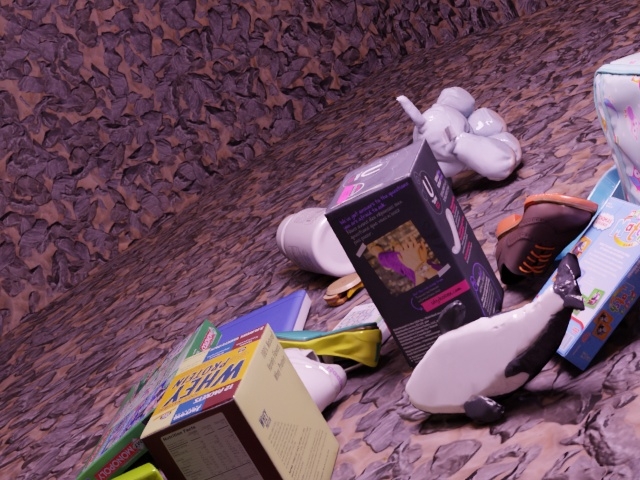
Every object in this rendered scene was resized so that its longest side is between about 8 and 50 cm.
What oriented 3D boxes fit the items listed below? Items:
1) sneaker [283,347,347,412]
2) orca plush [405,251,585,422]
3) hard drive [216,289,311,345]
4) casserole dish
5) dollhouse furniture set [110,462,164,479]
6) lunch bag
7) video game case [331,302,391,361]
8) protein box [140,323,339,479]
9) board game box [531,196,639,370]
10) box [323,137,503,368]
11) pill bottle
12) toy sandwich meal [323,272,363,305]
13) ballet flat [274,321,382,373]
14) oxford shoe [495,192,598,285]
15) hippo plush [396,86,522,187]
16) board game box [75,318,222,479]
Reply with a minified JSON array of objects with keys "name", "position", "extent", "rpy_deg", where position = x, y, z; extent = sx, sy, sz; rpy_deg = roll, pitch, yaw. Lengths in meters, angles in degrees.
[{"name":"sneaker","position":[-0.085,0.227,1.649],"extent":[0.305,0.114,0.152],"rpy_deg":[2,26,47]},{"name":"orca plush","position":[0.231,0.124,1.334],"extent":[0.102,0.151,0.287],"rpy_deg":[3,-49,-45]},{"name":"hard drive","position":[-0.133,0.203,1.914],"extent":[0.210,0.040,0.319],"rpy_deg":[-25,15,16]},{"name":"casserole dish","position":[0.402,-0.032,1.566],"extent":[0.188,0.037,0.114],"rpy_deg":[-58,3,-7]},{"name":"dollhouse furniture set","position":[-0.160,0.371,1.094],"extent":[0.151,0.198,0.301],"rpy_deg":[-33,14,-17]},{"name":"lunch bag","position":[0.452,-0.105,1.390],"extent":[0.107,0.279,0.224],"rpy_deg":[-20,14,-8]},{"name":"video game case","position":[0.069,0.146,1.766],"extent":[0.143,0.019,0.157],"rpy_deg":[-15,21,45]},{"name":"protein box","position":[-0.094,0.252,1.358],"extent":[0.135,0.201,0.200],"rpy_deg":[-24,16,18]},{"name":"board game box","position":[0.350,0.049,1.368],"extent":[0.212,0.039,0.160],"rpy_deg":[-54,15,2]},{"name":"box","position":[0.140,0.018,1.561],"extent":[0.143,0.270,0.165],"rpy_deg":[-23,15,21]},{"name":"pill bottle","position":[0.000,0.000,2.159],"extent":[0.131,0.131,0.229],"rpy_deg":[-34,16,-19]},{"name":"toy sandwich meal","position":[0.047,0.089,1.983],"extent":[0.085,0.029,0.085],"rpy_deg":[-25,11,5]},{"name":"ballet flat","position":[0.005,0.174,1.683],"extent":[0.077,0.077,0.231],"rpy_deg":[-4,-4,-45]},{"name":"oxford shoe","position":[0.319,0.002,1.534],"extent":[0.271,0.096,0.099],"rpy_deg":[118,165,-74]},{"name":"hippo plush","position":[0.243,-0.144,2.153],"extent":[0.294,0.234,0.237],"rpy_deg":[-25,-26,-57]},{"name":"board game box","position":[-0.284,0.276,1.834],"extent":[0.213,0.046,0.317],"rpy_deg":[-43,10,21]}]
